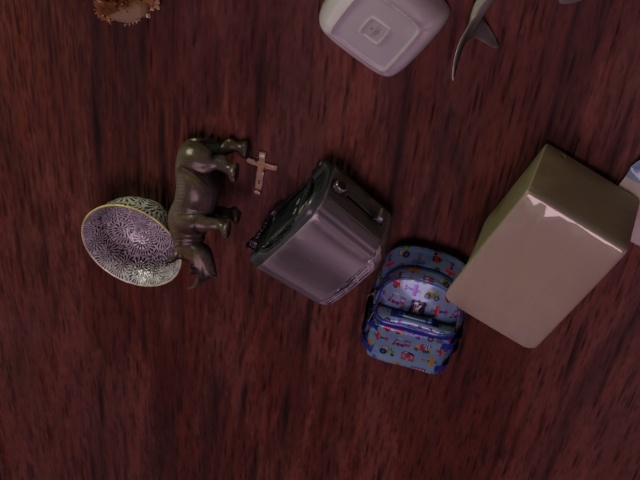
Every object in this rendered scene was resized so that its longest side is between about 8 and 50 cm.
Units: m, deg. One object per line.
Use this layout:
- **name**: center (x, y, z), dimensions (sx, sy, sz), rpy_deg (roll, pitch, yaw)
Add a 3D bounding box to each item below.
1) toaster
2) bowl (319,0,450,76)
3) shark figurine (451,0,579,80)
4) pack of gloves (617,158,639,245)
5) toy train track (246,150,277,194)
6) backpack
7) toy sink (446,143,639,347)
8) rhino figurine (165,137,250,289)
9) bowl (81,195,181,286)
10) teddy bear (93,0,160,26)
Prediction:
- **toaster**: center (0.000, 0.000, 1.635), dimensions (0.146, 0.129, 0.227), rpy_deg (35, 132, -15)
- **bowl**: center (0.075, -0.278, 1.406), dimensions (0.142, 0.053, 0.142), rpy_deg (36, 135, -11)
- **shark figurine**: center (0.259, -0.293, 1.282), dimensions (0.278, 0.116, 0.166), rpy_deg (-13, 123, 28)
- **pack of gloves**: center (0.498, -0.068, 1.455), dimensions (0.195, 0.046, 0.232), rpy_deg (31, 136, 12)
- **toy train track**: center (-0.092, -0.098, 1.659), dimensions (0.048, 0.014, 0.083), rpy_deg (17, 135, 6)
- **backpack**: center (0.149, 0.098, 1.676), dimensions (0.158, 0.117, 0.173), rpy_deg (18, 132, 3)
- **toy sink**: center (0.302, 0.010, 1.520), dimensions (0.152, 0.131, 0.234), rpy_deg (31, 133, 0)
- **rhino figurine**: center (-0.177, -0.040, 1.655), dimensions (0.106, 0.073, 0.243), rpy_deg (14, 108, 12)
- **bowl**: center (-0.287, -0.014, 1.764), dimensions (0.170, 0.080, 0.170), rpy_deg (11, 133, 12)
- **teddy bear**: center (-0.316, -0.396, 1.394), dimensions (0.338, 0.113, 0.245), rpy_deg (22, 154, -19)
